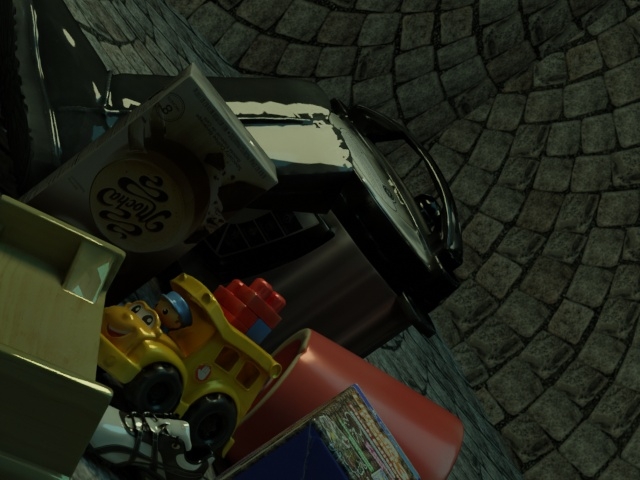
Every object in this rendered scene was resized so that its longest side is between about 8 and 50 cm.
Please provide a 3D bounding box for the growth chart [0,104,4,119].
[{"bbox_3d":[-0.479,-0.250,2.186,0.237,0.021,0.172,59,12,30],"label":"growth chart"}]

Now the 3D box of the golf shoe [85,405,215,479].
[{"bbox_3d":[-0.195,0.210,1.731,0.198,0.094,0.077,43,15,-42],"label":"golf shoe"}]

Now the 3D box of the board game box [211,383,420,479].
[{"bbox_3d":[-0.035,0.296,1.775,0.141,0.232,0.291,55,10,4],"label":"board game box"}]

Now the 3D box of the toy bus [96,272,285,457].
[{"bbox_3d":[-0.147,0.115,1.846,0.149,0.211,0.220,38,-3,47],"label":"toy bus"}]

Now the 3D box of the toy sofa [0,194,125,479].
[{"bbox_3d":[-0.294,0.114,1.524,0.150,0.177,0.362,25,18,-14],"label":"toy sofa"}]

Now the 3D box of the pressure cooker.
[{"bbox_3d":[0.002,0.001,2.420,0.370,0.420,0.375,53,10,-12],"label":"pressure cooker"}]

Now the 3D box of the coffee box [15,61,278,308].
[{"bbox_3d":[-0.219,-0.054,1.918,0.168,0.297,0.119,51,7,-13],"label":"coffee box"}]

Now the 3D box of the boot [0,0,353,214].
[{"bbox_3d":[-0.203,-0.209,2.153,0.146,0.445,0.367,127,-44,-55],"label":"boot"}]

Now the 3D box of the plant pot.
[{"bbox_3d":[0.010,0.264,2.090,0.243,0.275,0.275,42,11,-8],"label":"plant pot"}]
